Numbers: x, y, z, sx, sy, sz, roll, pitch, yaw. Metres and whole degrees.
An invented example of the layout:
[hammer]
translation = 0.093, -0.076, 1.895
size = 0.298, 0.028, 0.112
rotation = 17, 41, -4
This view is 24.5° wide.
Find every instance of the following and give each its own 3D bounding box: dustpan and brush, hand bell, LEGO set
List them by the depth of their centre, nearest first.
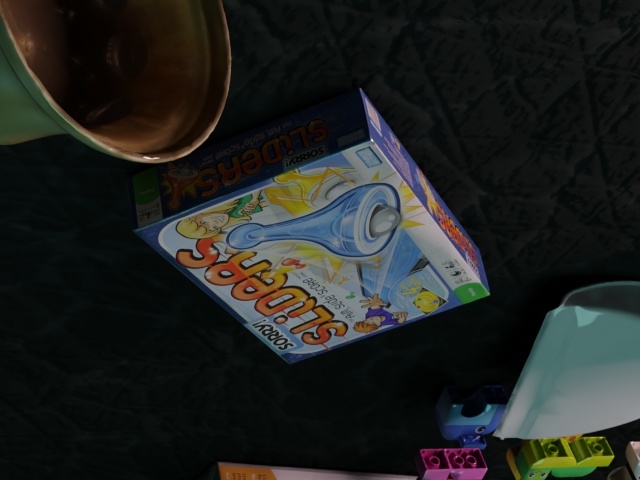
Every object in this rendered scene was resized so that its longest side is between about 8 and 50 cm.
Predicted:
[hand bell]
translation = -0.169, -0.060, 0.623
size = 0.242, 0.126, 0.126
rotation = -18, 151, 34
[dustpan and brush]
translation = 0.232, 0.077, 1.025
size = 0.211, 0.060, 0.147
rotation = 4, 135, -12
[LEGO set]
translation = 0.155, 0.164, 1.100
size = 0.227, 0.087, 0.093
rotation = 2, 133, -21

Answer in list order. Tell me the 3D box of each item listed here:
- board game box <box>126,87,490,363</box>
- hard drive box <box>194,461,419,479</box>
[board game box]
translation = 0.000, 0.000, 0.824
size = 0.136, 0.035, 0.201
rotation = -20, 149, 16
[hard drive box]
translation = 0.011, 0.278, 1.161
size = 0.232, 0.181, 0.089
rotation = 9, 143, -32
